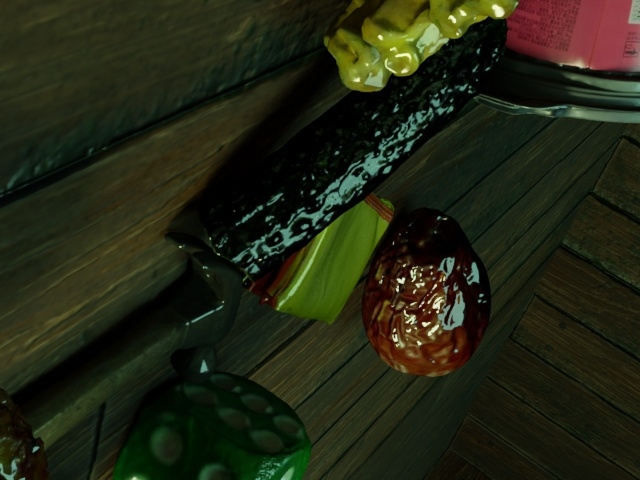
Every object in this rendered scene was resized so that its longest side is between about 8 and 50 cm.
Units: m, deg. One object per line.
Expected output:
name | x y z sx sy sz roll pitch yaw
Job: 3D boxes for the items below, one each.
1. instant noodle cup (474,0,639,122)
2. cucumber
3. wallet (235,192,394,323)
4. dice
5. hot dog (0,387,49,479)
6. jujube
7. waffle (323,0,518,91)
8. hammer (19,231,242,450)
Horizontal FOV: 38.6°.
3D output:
instant noodle cup | 0.240 -0.231 0.784 0.302 0.258 0.182 -40 142 -51
cucumber | 0.038 -0.083 0.673 0.300 0.072 0.072 -40 159 -10
wallet | 0.000 0.000 0.826 0.141 0.067 0.241 -61 166 -2
dice | -0.092 0.195 0.803 0.120 0.128 0.131 -63 159 15
hot dog | -0.218 0.153 0.417 0.227 0.099 0.161 -31 123 -44
jujube | 0.129 0.063 1.104 0.168 0.168 0.236 -46 153 -28
waffle | 0.095 -0.182 0.584 0.219 0.057 0.229 -47 -163 -10
hammer | -0.200 0.137 0.569 0.440 0.044 0.168 -39 156 -43
